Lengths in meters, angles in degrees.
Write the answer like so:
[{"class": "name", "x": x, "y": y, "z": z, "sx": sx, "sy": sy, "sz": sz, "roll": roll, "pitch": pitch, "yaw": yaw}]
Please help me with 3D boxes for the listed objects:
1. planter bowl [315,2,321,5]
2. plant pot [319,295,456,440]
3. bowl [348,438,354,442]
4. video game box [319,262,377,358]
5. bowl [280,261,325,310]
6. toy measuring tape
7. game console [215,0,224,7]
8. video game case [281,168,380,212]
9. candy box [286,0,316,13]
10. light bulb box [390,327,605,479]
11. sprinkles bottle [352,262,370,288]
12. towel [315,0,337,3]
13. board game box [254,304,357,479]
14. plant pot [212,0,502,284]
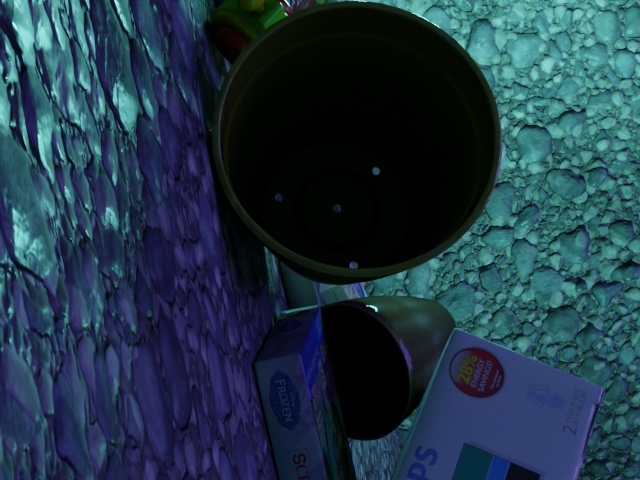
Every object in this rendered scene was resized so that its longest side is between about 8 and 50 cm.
[{"class": "planter bowl", "x": -0.072, "y": -0.515, "z": 2.332, "sx": 0.217, "sy": 0.090, "sz": 0.217, "roll": -21, "pitch": 117, "yaw": -47}, {"class": "plant pot", "x": 0.111, "y": 0.171, "z": 1.851, "sx": 0.230, "sy": 0.215, "sz": 0.215, "roll": -21, "pitch": 102, "yaw": -51}, {"class": "bowl", "x": 0.043, "y": 0.289, "z": 2.103, "sx": 0.170, "sy": 0.080, "sz": 0.170, "roll": -12, "pitch": 90, "yaw": -85}, {"class": "video game box", "x": 0.054, "y": 0.120, "z": 2.026, "sx": 0.187, "sy": 0.048, "sz": 0.205, "roll": 62, "pitch": 10, "yaw": -18}, {"class": "bowl", "x": -0.030, "y": 0.060, "z": 1.960, "sx": 0.142, "sy": 0.053, "sz": 0.142, "roll": -87, "pitch": 164, "yaw": -68}, {"class": "toy measuring tape", "x": -0.090, "y": -0.278, "z": 1.752, "sx": 0.330, "sy": 0.121, "sz": 0.121, "roll": 75, "pitch": 6, "yaw": -62}, {"class": "game console", "x": -0.135, "y": -0.386, "z": 1.952, "sx": 0.250, "sy": 0.173, "sz": 0.293, "roll": 39, "pitch": -27, "yaw": 45}, {"class": "video game case", "x": 0.028, "y": -0.120, "z": 2.113, "sx": 0.042, "sy": 0.210, "sz": 0.232, "roll": -94, "pitch": 170, "yaw": -51}, {"class": "candy box", "x": -0.077, "y": -0.368, "z": 1.845, "sx": 0.187, "sy": 0.053, "sz": 0.109, "roll": -55, "pitch": 143, "yaw": -34}, {"class": "light bulb box", "x": 0.197, "y": 0.378, "z": 1.623, "sx": 0.361, "sy": 0.225, "sz": 0.358, "roll": 102, "pitch": 11, "yaw": -58}, {"class": "sprinkles bottle", "x": 0.029, "y": -0.080, "z": 2.252, "sx": 0.121, "sy": 0.121, "sz": 0.355, "roll": -83, "pitch": 170, "yaw": -74}, {"class": "towel", "x": -0.058, "y": -0.470, "z": 1.709, "sx": 0.284, "sy": 0.235, "sz": 0.121, "roll": -78, "pitch": -172, "yaw": -58}, {"class": "board game box", "x": -0.010, "y": 0.276, "z": 1.634, "sx": 0.319, "sy": 0.066, "sz": 0.318, "roll": -65, "pitch": 143, "yaw": -80}, {"class": "plant pot", "x": 0.038, "y": -0.088, "z": 1.648, "sx": 0.353, "sy": 0.366, "sz": 0.366, "roll": 102, "pitch": -21, "yaw": -75}]
